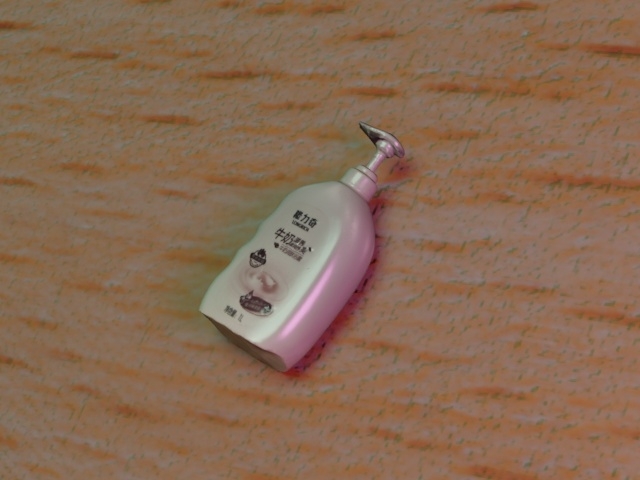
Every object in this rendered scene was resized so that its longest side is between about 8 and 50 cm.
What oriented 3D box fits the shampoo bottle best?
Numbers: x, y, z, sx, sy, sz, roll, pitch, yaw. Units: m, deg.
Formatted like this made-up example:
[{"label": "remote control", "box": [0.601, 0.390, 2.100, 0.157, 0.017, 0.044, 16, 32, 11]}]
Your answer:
[{"label": "shampoo bottle", "box": [0.000, 0.000, 1.138, 0.077, 0.045, 0.152, 30, 76, 40]}]
